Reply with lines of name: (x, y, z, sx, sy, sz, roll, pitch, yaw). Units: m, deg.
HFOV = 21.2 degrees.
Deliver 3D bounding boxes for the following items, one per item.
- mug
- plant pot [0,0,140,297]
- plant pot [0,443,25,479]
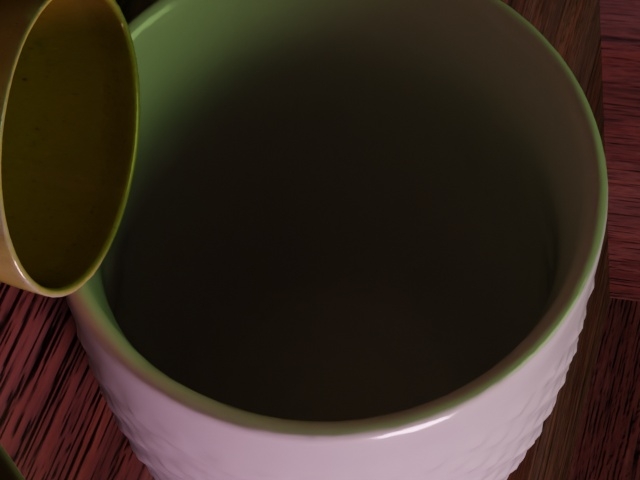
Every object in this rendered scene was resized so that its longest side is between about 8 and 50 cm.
mug: (0.000, 0.000, 0.995, 0.328, 0.276, 0.374, 87, -5, -63)
plant pot: (-0.148, -0.048, 0.736, 0.134, 0.095, 0.134, 7, 90, -73)
plant pot: (-0.212, 0.055, 0.356, 0.191, 0.284, 0.284, -44, 158, -2)
